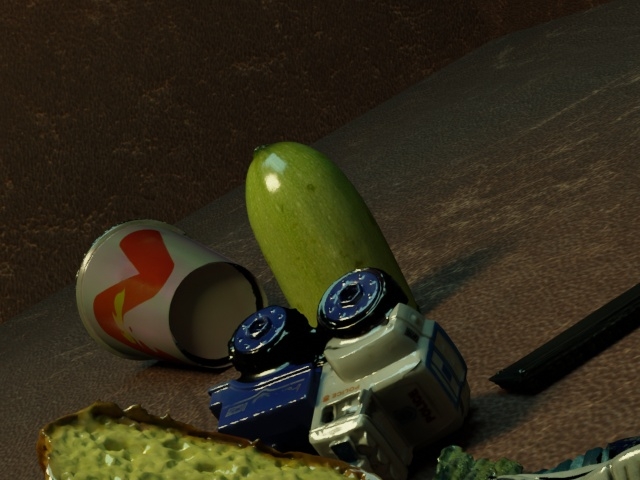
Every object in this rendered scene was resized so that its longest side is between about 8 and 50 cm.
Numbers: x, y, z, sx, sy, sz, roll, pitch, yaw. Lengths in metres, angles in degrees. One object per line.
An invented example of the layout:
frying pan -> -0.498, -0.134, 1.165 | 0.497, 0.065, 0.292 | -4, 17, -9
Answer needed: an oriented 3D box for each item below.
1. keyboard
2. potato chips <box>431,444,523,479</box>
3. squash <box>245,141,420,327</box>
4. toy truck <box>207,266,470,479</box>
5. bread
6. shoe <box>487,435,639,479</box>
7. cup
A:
keyboard -> 0.253, 0.071, 1.503 | 0.231, 0.023, 0.072 | -30, 3, -21
potato chips -> 0.111, 0.190, 1.231 | 0.092, 0.028, 0.207 | -22, 12, 20
squash -> 0.000, 0.000, 1.889 | 0.132, 0.247, 0.132 | -28, 8, 4
toy truck -> 0.015, 0.145, 1.429 | 0.213, 0.161, 0.177 | -22, 30, 25
bread -> -0.090, 0.220, 1.269 | 0.260, 0.134, 0.129 | 10, 31, 0
shoe -> 0.177, 0.169, 1.030 | 0.207, 0.091, 0.106 | -25, -13, 40
cup -> -0.185, 0.078, 2.210 | 0.203, 0.203, 0.288 | -30, 17, -20
